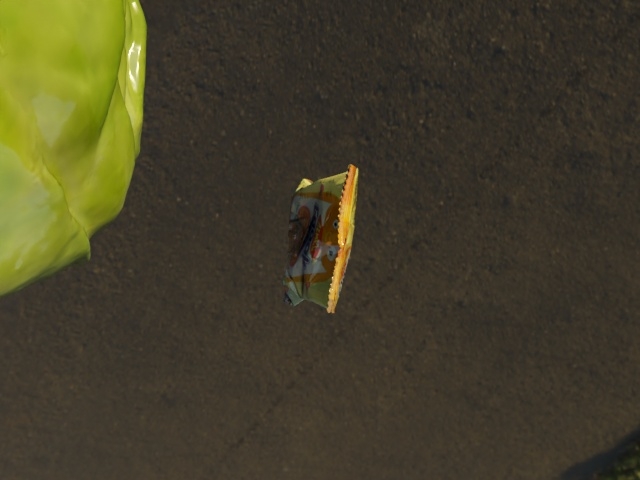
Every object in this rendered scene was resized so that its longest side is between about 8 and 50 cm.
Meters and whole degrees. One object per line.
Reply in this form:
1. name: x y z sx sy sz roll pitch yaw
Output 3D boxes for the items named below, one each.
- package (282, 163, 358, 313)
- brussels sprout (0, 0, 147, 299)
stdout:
1. package: -0.001 0.000 0.614 0.031 0.108 0.120 9 176 -18
2. brussels sprout: -0.206 -0.117 0.383 0.247 0.328 0.328 -5 141 -22
